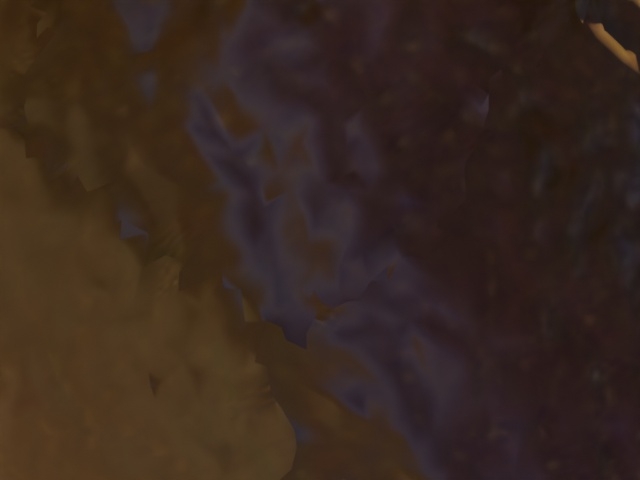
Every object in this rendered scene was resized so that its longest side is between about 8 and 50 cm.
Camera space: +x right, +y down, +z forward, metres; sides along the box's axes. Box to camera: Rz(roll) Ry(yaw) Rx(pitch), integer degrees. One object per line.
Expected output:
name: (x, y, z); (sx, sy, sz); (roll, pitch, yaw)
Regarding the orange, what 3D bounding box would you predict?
orange: (0.000, 0.000, 0.555); (0.322, 0.357, 0.322); (9, 75, -36)
